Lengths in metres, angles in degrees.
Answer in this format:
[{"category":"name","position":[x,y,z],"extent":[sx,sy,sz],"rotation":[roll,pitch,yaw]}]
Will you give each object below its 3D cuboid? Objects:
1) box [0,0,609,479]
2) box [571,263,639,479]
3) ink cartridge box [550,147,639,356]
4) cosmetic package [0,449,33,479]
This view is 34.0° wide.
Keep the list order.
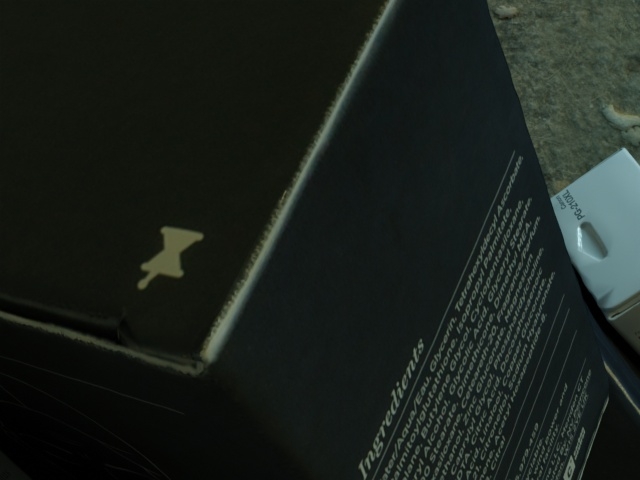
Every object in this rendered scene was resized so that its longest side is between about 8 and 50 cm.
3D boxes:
[{"category":"box","position":[-0.045,0.043,0.553],"extent":[0.294,0.212,0.395],"rotation":[11,-29,31]},{"category":"box","position":[0.250,0.275,0.976],"extent":[0.479,0.297,0.472],"rotation":[56,15,14]},{"category":"ink cartridge box","position":[0.326,0.053,0.964],"extent":[0.237,0.100,0.172],"rotation":[41,19,-33]},{"category":"cosmetic package","position":[-0.105,0.257,0.390],"extent":[0.385,0.156,0.217],"rotation":[46,15,-4]}]
